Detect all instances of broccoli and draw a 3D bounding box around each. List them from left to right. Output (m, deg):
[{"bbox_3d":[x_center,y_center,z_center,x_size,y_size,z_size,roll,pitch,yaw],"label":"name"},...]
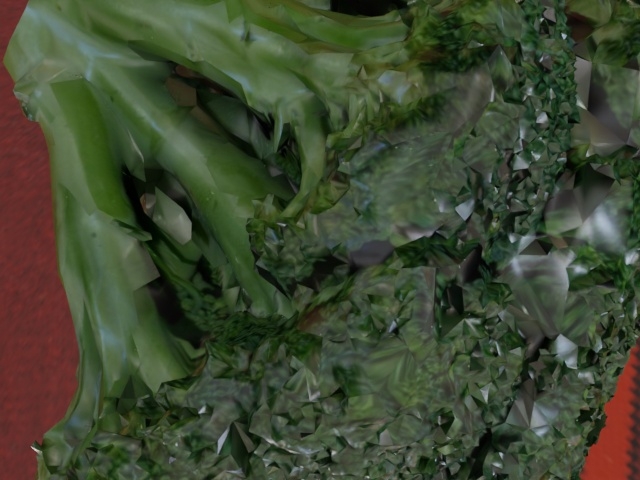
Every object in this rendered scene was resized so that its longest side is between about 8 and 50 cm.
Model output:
[{"bbox_3d":[0.000,0.000,0.599,0.275,0.308,0.308,43,95,12],"label":"broccoli"}]
